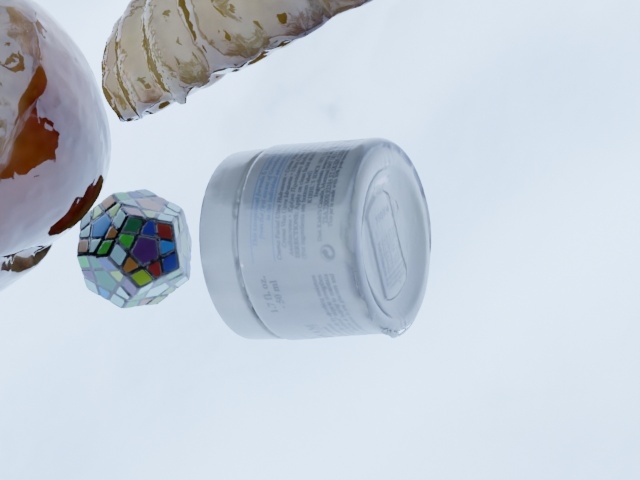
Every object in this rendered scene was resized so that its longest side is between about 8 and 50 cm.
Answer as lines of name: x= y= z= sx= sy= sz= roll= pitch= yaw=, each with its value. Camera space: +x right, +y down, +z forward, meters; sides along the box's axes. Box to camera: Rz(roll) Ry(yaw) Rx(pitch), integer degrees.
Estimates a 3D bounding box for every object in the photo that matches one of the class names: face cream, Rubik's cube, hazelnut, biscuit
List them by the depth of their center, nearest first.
biscuit: x=-0.044 y=-0.207 z=1.412 sx=0.326 sy=0.326 sz=0.107 roll=-26 pitch=99 yaw=-4
face cream: x=0.000 y=0.000 z=1.497 sx=0.153 sy=0.177 sz=0.177 roll=-3 pitch=70 yaw=29
hazelnut: x=-0.377 y=-0.087 z=1.650 sx=0.372 sy=0.372 sz=0.315 roll=-31 pitch=53 yaw=-5
Rubik's cube: x=-0.200 y=0.008 z=1.817 sx=0.133 sy=0.112 sz=0.133 roll=-24 pitch=49 yaw=32
